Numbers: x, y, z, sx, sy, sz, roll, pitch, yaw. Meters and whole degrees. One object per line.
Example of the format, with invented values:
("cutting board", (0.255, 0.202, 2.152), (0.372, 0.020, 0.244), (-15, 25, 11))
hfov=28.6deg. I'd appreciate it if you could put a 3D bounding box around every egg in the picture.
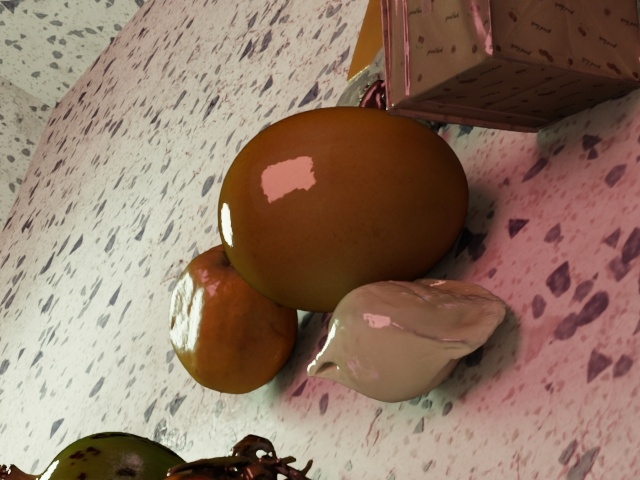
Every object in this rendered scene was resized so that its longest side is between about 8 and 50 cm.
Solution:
("egg", (0.026, -0.039, 1.531), (0.323, 0.250, 0.250), (-9, 48, 29))

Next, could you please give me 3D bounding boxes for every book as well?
("book", (0.163, -0.446, 2.080), (0.262, 0.028, 0.373), (-32, 34, 48))

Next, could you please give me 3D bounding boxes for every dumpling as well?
("dumpling", (0.104, 0.092, 1.386), (0.252, 0.131, 0.179), (-20, 11, 46))

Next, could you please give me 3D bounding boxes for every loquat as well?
("loquat", (-0.115, 0.102, 1.728), (0.187, 0.176, 0.234), (26, 112, 37))

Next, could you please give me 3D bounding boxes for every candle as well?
("candle", (0.092, -0.207, 1.863), (0.192, 0.068, 0.168), (-49, 25, 30))

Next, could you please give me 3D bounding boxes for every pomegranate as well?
("pomegranate", (-0.292, 0.350, 1.601), (0.291, 0.323, 0.291), (-44, -5, -5))

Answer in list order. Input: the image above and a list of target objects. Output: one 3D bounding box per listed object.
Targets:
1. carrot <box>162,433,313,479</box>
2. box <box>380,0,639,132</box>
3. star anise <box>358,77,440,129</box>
("carrot", (-0.129, 0.362, 1.398), (0.331, 0.193, 0.214), (-67, 8, -23))
("box", (0.208, -0.292, 1.401), (0.190, 0.225, 0.297), (-19, 71, 57))
("star anise", (0.156, -0.218, 1.640), (0.212, 0.129, 0.283), (-29, 0, 32))
